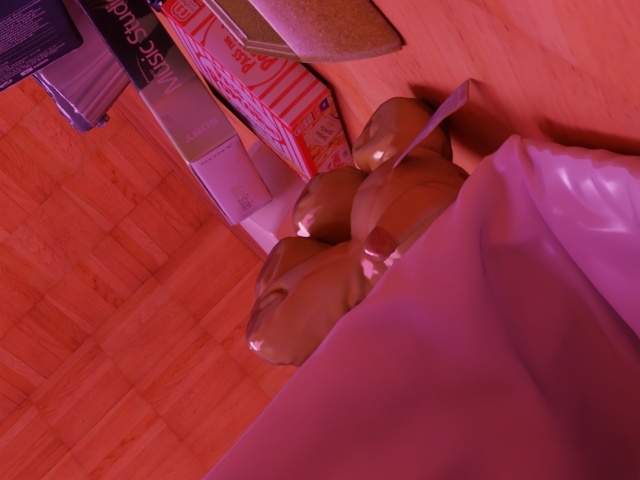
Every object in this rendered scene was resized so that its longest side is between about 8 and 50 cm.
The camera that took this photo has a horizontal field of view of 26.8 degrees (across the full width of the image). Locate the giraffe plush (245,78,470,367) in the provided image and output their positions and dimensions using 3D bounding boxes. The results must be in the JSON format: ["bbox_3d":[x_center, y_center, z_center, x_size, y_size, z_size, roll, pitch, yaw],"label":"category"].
[{"bbox_3d":[0.082,0.021,0.771,0.170,0.181,0.210,36,143,-14],"label":"giraffe plush"}]

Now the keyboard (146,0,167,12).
[{"bbox_3d":[-0.198,-0.259,1.125,0.192,0.038,0.100,46,155,2],"label":"keyboard"}]

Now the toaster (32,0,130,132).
[{"bbox_3d":[-0.319,-0.254,1.671,0.227,0.146,0.129,45,174,-7],"label":"toaster"}]

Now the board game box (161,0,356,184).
[{"bbox_3d":[-0.044,-0.121,1.094,0.147,0.045,0.193,44,175,16],"label":"board game box"}]

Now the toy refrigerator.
[{"bbox_3d":[0.000,0.000,1.476,0.102,0.094,0.269,35,171,36],"label":"toy refrigerator"}]

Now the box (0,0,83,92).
[{"bbox_3d":[-0.428,-0.314,1.384,0.293,0.212,0.395,59,176,1],"label":"box"}]

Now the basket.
[{"bbox_3d":[0.121,0.175,0.546,0.266,0.331,0.328,45,175,-22],"label":"basket"}]

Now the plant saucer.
[{"bbox_3d":[-0.054,-0.170,0.784,0.188,0.045,0.188,46,175,-19],"label":"plant saucer"}]

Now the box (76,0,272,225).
[{"bbox_3d":[-0.168,-0.177,1.278,0.322,0.058,0.232,53,177,14],"label":"box"}]
